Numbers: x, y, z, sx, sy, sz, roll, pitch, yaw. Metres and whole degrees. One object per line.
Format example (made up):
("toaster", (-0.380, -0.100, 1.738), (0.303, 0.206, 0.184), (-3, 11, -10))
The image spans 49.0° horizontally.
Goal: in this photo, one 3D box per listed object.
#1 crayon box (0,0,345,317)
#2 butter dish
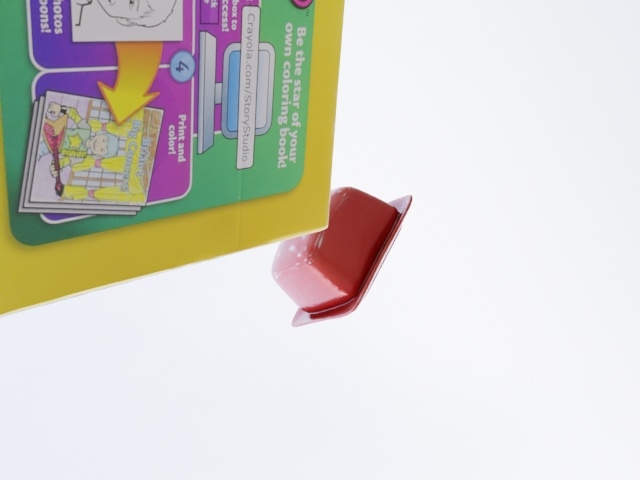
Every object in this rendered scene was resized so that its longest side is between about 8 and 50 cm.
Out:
("crayon box", (-0.121, -0.160, 0.437), (0.106, 0.362, 0.313), (22, -154, 38))
("butter dish", (0.000, 0.000, 0.766), (0.118, 0.160, 0.160), (38, -115, -16))
